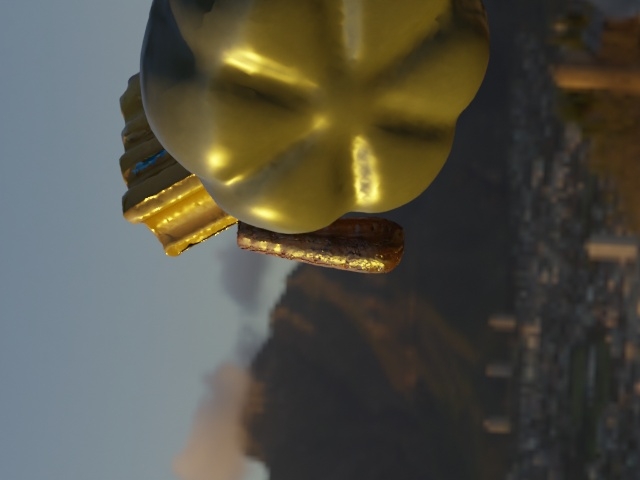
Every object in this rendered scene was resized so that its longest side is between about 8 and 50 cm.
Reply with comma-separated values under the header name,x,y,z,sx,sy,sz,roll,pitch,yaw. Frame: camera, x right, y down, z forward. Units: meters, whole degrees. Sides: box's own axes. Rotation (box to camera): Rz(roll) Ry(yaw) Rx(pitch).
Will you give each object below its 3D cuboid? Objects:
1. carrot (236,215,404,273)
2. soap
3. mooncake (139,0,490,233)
name,x,y,z,sx,sy,sz,roll,pitch,yaw
carrot,0.000,0.000,1.557,0.055,0.161,0.055,-176,90,-88
soap,-0.052,-0.140,1.651,0.096,0.324,0.204,44,-153,-41
mooncake,-0.002,-0.129,1.214,0.135,0.275,0.275,-117,20,-47
